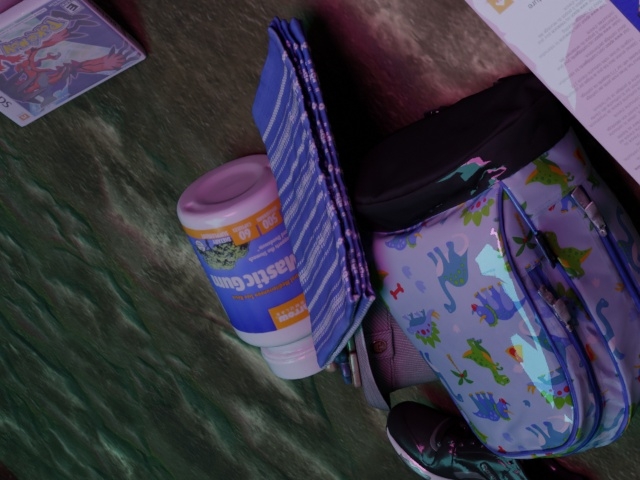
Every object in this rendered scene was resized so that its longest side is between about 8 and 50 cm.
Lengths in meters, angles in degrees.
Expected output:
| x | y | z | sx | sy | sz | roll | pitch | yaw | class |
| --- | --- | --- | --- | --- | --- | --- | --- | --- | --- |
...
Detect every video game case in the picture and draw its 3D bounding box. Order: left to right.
| x | y | z | sx | sy | sz | roll | pitch | yaw | class |
| --- | --- | --- | --- | --- | --- | --- | --- | --- | --- |
| -0.350 | -0.232 | 1.827 | 0.183 | 0.201 | 0.023 | 40 | -154 | -56 | video game case |

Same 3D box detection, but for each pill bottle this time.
| x | y | z | sx | sy | sz | roll | pitch | yaw | class |
| --- | --- | --- | --- | --- | --- | --- | --- | --- | --- |
| -0.064 | 0.040 | 1.858 | 0.152 | 0.152 | 0.272 | 7 | 130 | 46 | pill bottle |

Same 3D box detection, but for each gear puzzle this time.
| x | y | z | sx | sy | sz | roll | pitch | yaw | class |
| --- | --- | --- | --- | --- | --- | --- | --- | --- | --- |
| 0.000 | 0.000 | 1.719 | 0.175 | 0.044 | 0.339 | -97 | -2 | -72 | gear puzzle |

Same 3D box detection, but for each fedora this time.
| x | y | z | sx | sy | sz | roll | pitch | yaw | class |
| --- | --- | --- | --- | --- | --- | --- | --- | --- | --- |
| 0.097 | 0.060 | 1.671 | 0.124 | 0.244 | 0.276 | -8 | 105 | 5 | fedora |

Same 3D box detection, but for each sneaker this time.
| x | y | z | sx | sy | sz | roll | pitch | yaw | class |
| --- | --- | --- | --- | --- | --- | --- | --- | --- | --- |
| 0.220 | 0.270 | 1.849 | 0.283 | 0.107 | 0.124 | 33 | 131 | 16 | sneaker |

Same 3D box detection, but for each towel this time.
| x | y | z | sx | sy | sz | roll | pitch | yaw | class |
| --- | --- | --- | --- | --- | --- | --- | --- | --- | --- |
| -0.019 | -0.050 | 1.592 | 0.243 | 0.040 | 0.336 | 115 | 143 | -67 | towel |

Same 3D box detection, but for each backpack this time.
| x | y | z | sx | sy | sz | roll | pitch | yaw | class |
| --- | --- | --- | --- | --- | --- | --- | --- | --- | --- |
| 0.206 | 0.048 | 1.489 | 0.355 | 0.273 | 0.290 | 46 | 144 | -21 | backpack |

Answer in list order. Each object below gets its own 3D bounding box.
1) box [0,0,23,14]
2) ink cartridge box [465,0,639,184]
| x | y | z | sx | sy | sz | roll | pitch | yaw | class |
| --- | --- | --- | --- | --- | --- | --- | --- | --- | --- |
| -0.386 | -0.343 | 1.808 | 0.087 | 0.169 | 0.290 | 39 | 146 | 15 | box |
| 0.306 | -0.139 | 1.223 | 0.371 | 0.069 | 0.175 | 46 | 123 | -7 | ink cartridge box |
